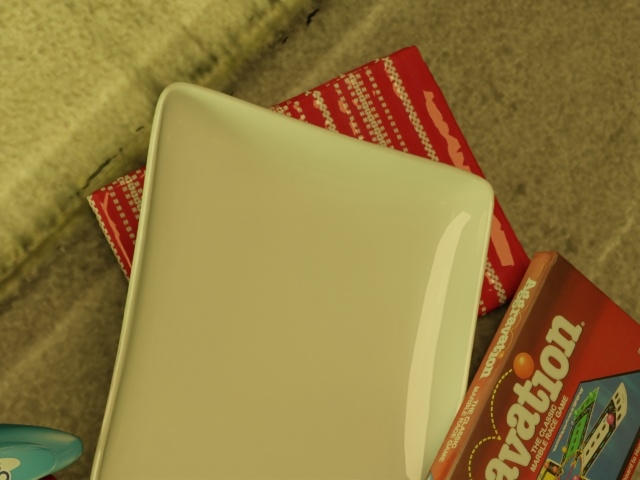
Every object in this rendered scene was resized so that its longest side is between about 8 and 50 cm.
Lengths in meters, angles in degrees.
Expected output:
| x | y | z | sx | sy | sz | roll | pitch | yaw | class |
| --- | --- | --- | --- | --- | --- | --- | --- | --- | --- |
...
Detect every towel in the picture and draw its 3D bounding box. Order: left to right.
| x | y | z | sx | sy | sz | roll | pitch | yaw | class |
| --- | --- | --- | --- | --- | --- | --- | --- | --- | --- |
| 0.000 | 0.000 | 1.235 | 0.275 | 0.031 | 0.199 | -26 | 86 | -20 | towel |

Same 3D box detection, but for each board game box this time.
| x | y | z | sx | sy | sz | roll | pitch | yaw | class |
| --- | --- | --- | --- | --- | --- | --- | --- | --- | --- |
| 0.143 | 0.162 | 1.211 | 0.145 | 0.027 | 0.281 | 39 | 67 | -25 | board game box |

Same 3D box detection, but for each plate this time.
| x | y | z | sx | sy | sz | roll | pitch | yaw | class |
| --- | --- | --- | --- | --- | --- | --- | --- | --- | --- |
| -0.018 | 0.065 | 1.140 | 0.278 | 0.045 | 0.277 | 15 | 80 | -36 | plate |

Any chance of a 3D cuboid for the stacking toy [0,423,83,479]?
| x | y | z | sx | sy | sz | roll | pitch | yaw | class |
| --- | --- | --- | --- | --- | --- | --- | --- | --- | --- |
| -0.205 | 0.265 | 1.046 | 0.175 | 0.166 | 0.302 | -16 | 94 | -29 | stacking toy |
